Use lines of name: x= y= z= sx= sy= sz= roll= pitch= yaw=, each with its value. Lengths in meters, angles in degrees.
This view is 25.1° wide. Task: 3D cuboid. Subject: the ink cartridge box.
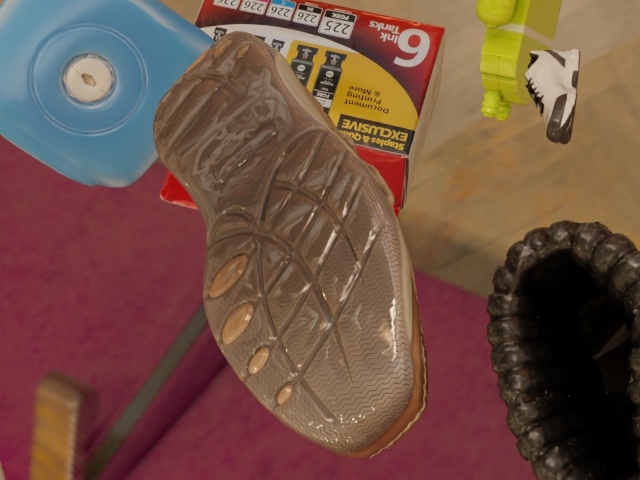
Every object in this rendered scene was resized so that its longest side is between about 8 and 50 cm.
ink cartridge box: x=-0.025 y=-0.156 z=1.790 sx=0.309 sy=0.271 sz=0.130 roll=13 pitch=151 yaw=7

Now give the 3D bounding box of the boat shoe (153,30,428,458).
boat shoe: x=0.000 y=0.000 z=0.831 sx=0.123 sy=0.116 sz=0.324 roll=-37 pitch=41 yaw=15

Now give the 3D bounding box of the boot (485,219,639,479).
boot: x=0.238 y=0.153 z=0.882 sx=0.131 sy=0.260 sz=0.348 roll=-39 pitch=70 yaw=13

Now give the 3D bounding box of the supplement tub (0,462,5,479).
supplement tub: x=-0.415 y=0.231 z=1.088 sx=0.316 sy=0.228 sz=0.228 roll=-16 pitch=99 yaw=6

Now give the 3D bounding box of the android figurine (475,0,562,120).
android figurine: x=0.231 y=-0.269 z=1.629 sx=0.056 sy=0.248 sz=0.272 roll=15 pitch=98 yaw=19

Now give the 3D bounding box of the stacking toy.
stacking toy: x=-0.206 y=-0.184 z=1.278 sx=0.175 sy=0.302 sz=0.165 roll=34 pitch=104 yaw=-20

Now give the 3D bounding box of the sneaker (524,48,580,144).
sneaker: x=0.181 y=-0.114 z=1.137 sx=0.044 sy=0.109 sz=0.040 roll=8 pitch=130 yaw=5
